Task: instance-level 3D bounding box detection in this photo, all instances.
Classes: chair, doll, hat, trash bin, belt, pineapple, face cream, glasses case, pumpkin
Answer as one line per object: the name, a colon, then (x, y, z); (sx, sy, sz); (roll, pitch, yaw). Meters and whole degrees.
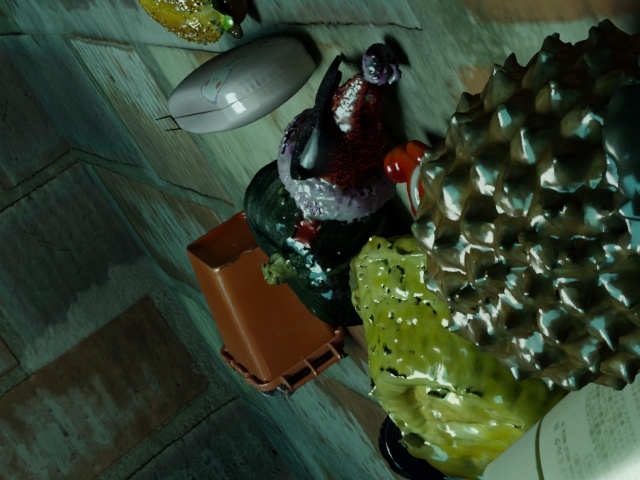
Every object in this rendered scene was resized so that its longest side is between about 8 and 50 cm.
chair: (-0.195, -0.178, 2.119); (0.037, 0.042, 0.086); (52, -158, 11)
doll: (0.141, -0.019, 1.318); (0.142, 0.076, 0.245); (53, 172, -33)
hat: (0.025, -0.106, 1.408); (0.129, 0.140, 0.227); (40, 151, 11)
trash bin: (-0.080, 0.092, 2.144); (0.184, 0.161, 0.239); (33, 152, 54)
belt: (0.141, 0.256, 1.885); (0.140, 0.105, 0.058); (9, 167, -6)
pineapple: (0.193, -0.035, 0.830); (0.223, 0.223, 0.357); (53, 161, -1)
face cream: (0.240, 0.158, 1.051); (0.348, 0.081, 0.173); (-53, 47, 46)
glasses case: (-0.091, -0.168, 1.624); (0.075, 0.113, 0.297); (58, 165, -13)
pumpkin: (0.002, 0.000, 1.647); (0.211, 0.152, 0.211); (43, 177, 2)

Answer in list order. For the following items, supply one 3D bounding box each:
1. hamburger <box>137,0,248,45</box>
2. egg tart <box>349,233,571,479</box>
hamburger: (-0.149, -0.273, 1.609); (0.166, 0.087, 0.137); (41, 162, 41)
egg tart: (0.158, 0.125, 1.287); (0.345, 0.132, 0.345); (26, 155, 13)
